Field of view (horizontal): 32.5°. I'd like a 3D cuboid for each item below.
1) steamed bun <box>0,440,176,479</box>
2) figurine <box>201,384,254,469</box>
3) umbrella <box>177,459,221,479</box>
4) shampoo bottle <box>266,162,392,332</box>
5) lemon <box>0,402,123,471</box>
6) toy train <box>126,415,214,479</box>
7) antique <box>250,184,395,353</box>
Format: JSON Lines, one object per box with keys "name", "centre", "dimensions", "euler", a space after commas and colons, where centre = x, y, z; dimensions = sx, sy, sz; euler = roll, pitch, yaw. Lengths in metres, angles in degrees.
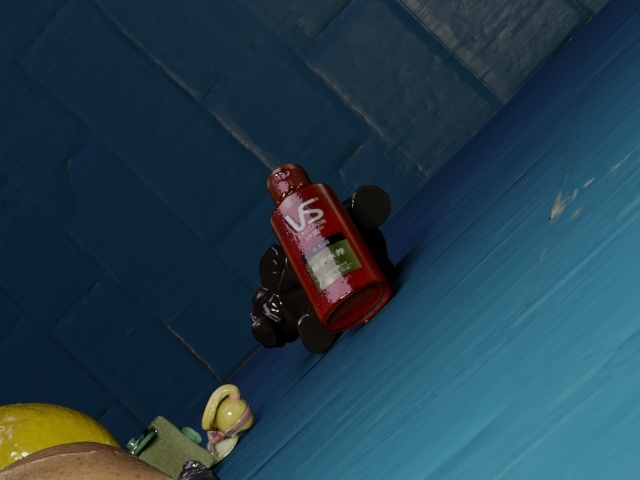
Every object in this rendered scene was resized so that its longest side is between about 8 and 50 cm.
{"name": "steamed bun", "centre": [-0.285, 0.329, 1.124], "dimensions": [0.301, 0.199, 0.251], "euler": [-48, 13, -15]}
{"name": "figurine", "centre": [-0.174, 0.322, 1.781], "dimensions": [0.187, 0.083, 0.083], "euler": [-56, -1, 7]}
{"name": "umbrella", "centre": [-0.201, 0.360, 1.294], "dimensions": [0.224, 0.071, 0.080], "euler": [-52, -27, -29]}
{"name": "shampoo bottle", "centre": [0.000, 0.000, 1.679], "dimensions": [0.118, 0.076, 0.314], "euler": [-37, 46, 9]}
{"name": "lemon", "centre": [-0.444, 0.379, 1.740], "dimensions": [0.245, 0.320, 0.245], "euler": [-54, 18, 27]}
{"name": "toy train", "centre": [-0.273, 0.387, 1.580], "dimensions": [0.159, 0.129, 0.326], "euler": [-53, -2, 32]}
{"name": "antique", "centre": [0.005, 0.061, 1.877], "dimensions": [0.322, 0.185, 0.255], "euler": [-46, 8, -10]}
